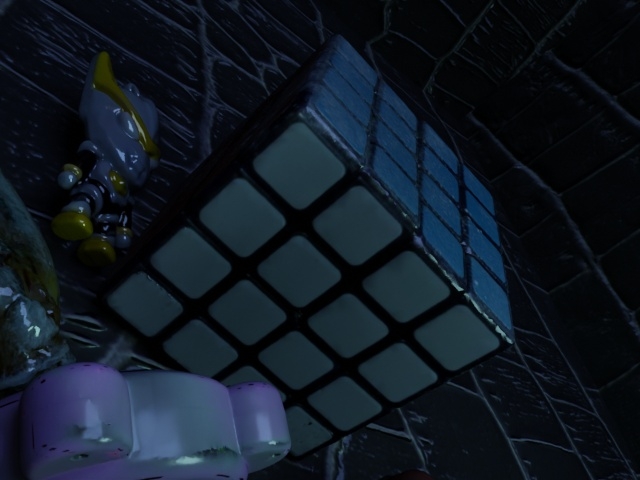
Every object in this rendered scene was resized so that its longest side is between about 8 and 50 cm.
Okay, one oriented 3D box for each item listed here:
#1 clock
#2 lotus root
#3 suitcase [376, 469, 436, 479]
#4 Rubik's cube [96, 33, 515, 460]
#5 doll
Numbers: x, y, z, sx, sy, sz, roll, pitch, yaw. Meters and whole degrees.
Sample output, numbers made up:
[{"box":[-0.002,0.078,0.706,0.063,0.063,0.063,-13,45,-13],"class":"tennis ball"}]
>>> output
[{"box":[-0.162,0.166,0.435,0.227,0.248,0.090,20,43,-46],"class":"clock"},{"box":[-0.333,-0.011,0.492,0.350,0.175,0.175,55,27,15],"class":"lotus root"},{"box":[0.095,0.415,0.620,0.236,0.161,0.297,48,27,-7],"class":"suitcase"},{"box":[0.000,0.000,0.778,0.337,0.343,0.344,43,29,-17],"class":"Rubik's cube"},{"box":[-0.265,-0.110,0.774,0.145,0.103,0.316,38,36,-33],"class":"doll"}]
